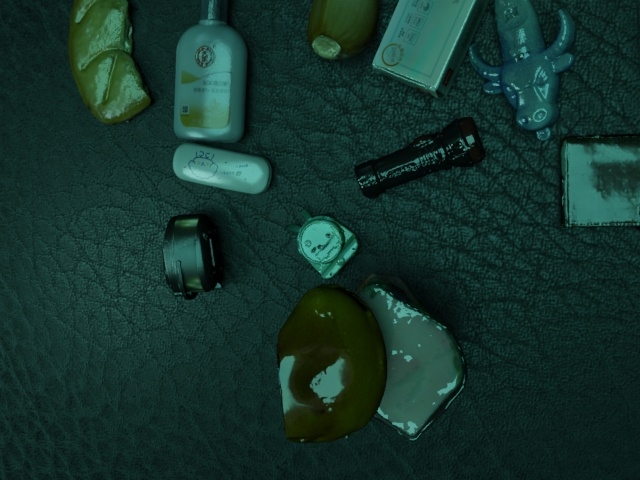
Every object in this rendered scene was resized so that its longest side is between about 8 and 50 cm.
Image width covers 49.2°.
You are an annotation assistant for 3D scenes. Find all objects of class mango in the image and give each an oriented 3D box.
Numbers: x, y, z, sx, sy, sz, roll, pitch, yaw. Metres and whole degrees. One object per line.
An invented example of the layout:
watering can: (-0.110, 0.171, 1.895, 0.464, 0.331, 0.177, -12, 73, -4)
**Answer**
mango: (0.017, 0.185, 1.062, 0.166, 0.136, 0.236, -6, 94, -5)

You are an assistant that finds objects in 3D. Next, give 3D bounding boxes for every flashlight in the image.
flashlight: (0.173, -0.146, 1.257, 0.232, 0.093, 0.093, -18, 93, 16)

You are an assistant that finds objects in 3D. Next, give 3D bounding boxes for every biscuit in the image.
biscuit: (-0.426, -0.378, 1.374, 0.154, 0.045, 0.299, -10, 94, 14)

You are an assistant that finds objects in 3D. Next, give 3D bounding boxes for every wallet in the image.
wallet: (0.576, -0.102, 1.198, 0.317, 0.044, 0.169, -1, 93, 10)

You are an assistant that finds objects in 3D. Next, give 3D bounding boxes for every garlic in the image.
garlic: (0.035, -0.418, 1.242, 0.115, 0.128, 0.207, 11, 94, 52)

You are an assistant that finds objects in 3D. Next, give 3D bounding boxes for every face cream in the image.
face cream: (-0.204, -0.332, 1.319, 0.144, 0.071, 0.291, 7, 98, 11)

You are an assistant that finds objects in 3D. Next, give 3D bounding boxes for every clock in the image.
clock: (0.000, 0.000, 1.331, 0.135, 0.041, 0.101, 41, 103, 4)

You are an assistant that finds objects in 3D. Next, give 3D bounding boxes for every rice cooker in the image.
rice cooker: (-0.247, 0.030, 1.352, 0.106, 0.112, 0.165, -11, 95, 7)

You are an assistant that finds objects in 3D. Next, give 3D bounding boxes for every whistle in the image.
whistle: (0.352, -0.302, 1.195, 0.180, 0.093, 0.269, -16, 92, 38)

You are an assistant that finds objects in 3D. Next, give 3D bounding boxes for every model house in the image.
model house: (0.131, 0.180, 1.231, 0.237, 0.237, 0.202, 32, 101, 2)

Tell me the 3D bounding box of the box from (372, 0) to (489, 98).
box: (0.203, -0.394, 1.209, 0.135, 0.079, 0.269, 27, 101, 21)

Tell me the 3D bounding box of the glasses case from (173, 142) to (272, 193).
glasses case: (-0.190, -0.139, 1.350, 0.197, 0.049, 0.076, 13, 100, 10)
